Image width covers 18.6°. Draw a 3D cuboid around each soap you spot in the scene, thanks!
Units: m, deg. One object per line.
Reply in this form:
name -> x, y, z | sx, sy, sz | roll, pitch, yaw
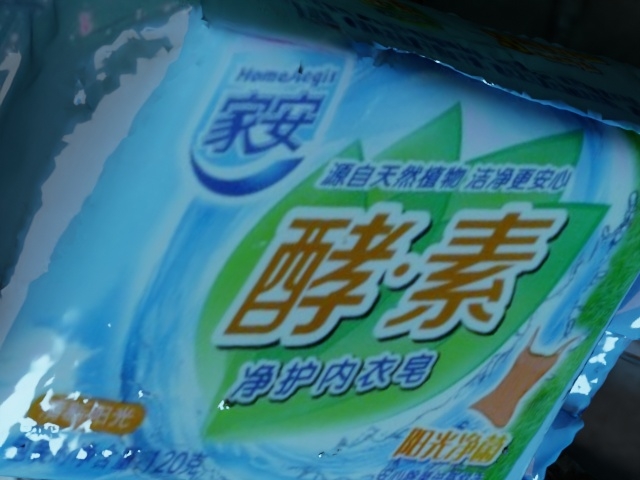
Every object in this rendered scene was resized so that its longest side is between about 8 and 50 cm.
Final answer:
soap -> 0.000, 0.000, 0.572 | 0.077, 0.293, 0.156 | 45, 114, 40

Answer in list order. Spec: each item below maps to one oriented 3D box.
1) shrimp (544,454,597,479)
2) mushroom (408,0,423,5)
shrimp -> 0.085, 0.130, 0.727 | 0.233, 0.079, 0.090 | 26, 123, 15
mushroom -> -0.042, -0.068, 0.642 | 0.151, 0.156, 0.286 | -8, 122, -2
